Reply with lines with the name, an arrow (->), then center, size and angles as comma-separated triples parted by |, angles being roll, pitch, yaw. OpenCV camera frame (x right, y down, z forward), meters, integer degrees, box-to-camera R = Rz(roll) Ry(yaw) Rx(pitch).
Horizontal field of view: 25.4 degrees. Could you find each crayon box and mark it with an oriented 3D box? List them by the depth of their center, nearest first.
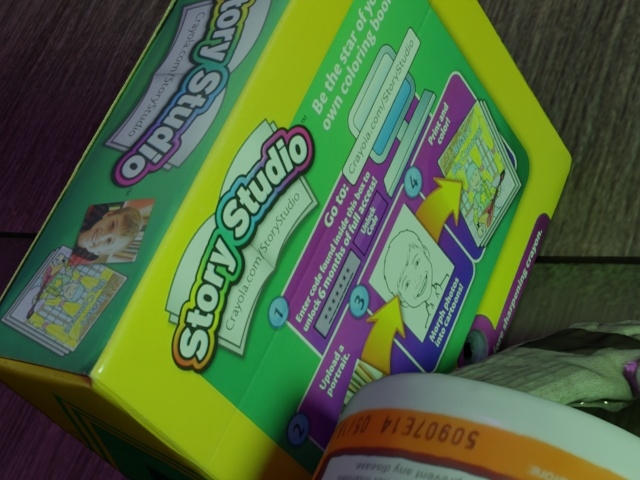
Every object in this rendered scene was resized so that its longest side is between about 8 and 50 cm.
crayon box -> 0.000, 0.000, 0.877 | 0.106, 0.313, 0.363 | 5, 59, 39

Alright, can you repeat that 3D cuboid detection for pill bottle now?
pill bottle -> 0.041, 0.282, 0.679 | 0.224, 0.224, 0.392 | 5, 59, 39

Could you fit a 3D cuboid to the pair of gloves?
pair of gloves -> 0.197, 0.084, 0.781 | 0.240, 0.204, 0.042 | 3, 100, 34
